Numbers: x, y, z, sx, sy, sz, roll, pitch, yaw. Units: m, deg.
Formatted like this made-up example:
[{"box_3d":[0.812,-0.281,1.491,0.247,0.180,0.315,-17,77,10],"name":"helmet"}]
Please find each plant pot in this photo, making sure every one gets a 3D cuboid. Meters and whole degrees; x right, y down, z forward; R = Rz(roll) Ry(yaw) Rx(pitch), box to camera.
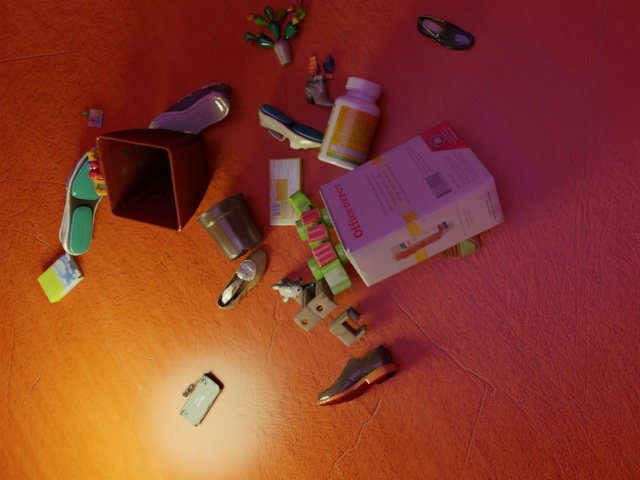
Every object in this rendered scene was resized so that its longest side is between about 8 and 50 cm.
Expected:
[{"box_3d":[-0.489,-0.218,1.755,0.267,0.236,0.267,13,122,21],"name":"plant pot"},{"box_3d":[-0.270,-0.035,1.754,0.167,0.167,0.165,-33,89,19],"name":"plant pot"}]

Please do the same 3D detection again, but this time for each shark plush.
[{"box_3d":[-0.081,0.131,1.701,0.073,0.067,0.161,46,143,-15],"name":"shark plush"}]

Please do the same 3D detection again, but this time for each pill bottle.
[{"box_3d":[0.092,-0.330,1.610,0.136,0.136,0.246,21,99,19],"name":"pill bottle"}]

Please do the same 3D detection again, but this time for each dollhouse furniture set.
[{"box_3d":[0.025,0.220,1.682,0.129,0.129,0.183,-42,107,17],"name":"dollhouse furniture set"}]

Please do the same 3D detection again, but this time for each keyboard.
[{"box_3d":[-0.411,0.525,1.891,0.108,0.023,0.180,35,102,10],"name":"keyboard"}]

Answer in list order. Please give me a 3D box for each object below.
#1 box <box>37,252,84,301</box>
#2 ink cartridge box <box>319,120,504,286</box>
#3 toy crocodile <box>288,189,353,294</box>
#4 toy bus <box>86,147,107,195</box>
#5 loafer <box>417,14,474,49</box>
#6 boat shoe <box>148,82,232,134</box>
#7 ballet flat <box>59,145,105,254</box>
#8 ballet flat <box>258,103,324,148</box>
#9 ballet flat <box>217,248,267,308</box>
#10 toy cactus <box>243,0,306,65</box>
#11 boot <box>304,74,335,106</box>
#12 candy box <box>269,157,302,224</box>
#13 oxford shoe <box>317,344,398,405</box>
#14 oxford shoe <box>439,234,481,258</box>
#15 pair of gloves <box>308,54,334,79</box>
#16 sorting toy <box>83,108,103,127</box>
[{"box_3d":[-0.945,0.132,2.067,0.178,0.042,0.109,-38,80,17],"name":"box"},{"box_3d":[0.224,-0.097,1.450,0.384,0.160,0.279,-26,44,6],"name":"ink cartridge box"},{"box_3d":[0.000,0.000,1.637,0.115,0.105,0.341,-24,63,6],"name":"toy crocodile"},{"box_3d":[-0.679,-0.210,1.859,0.149,0.211,0.221,-2,105,19],"name":"toy bus"},{"box_3d":[0.339,-0.571,1.548,0.170,0.061,0.062,25,99,17],"name":"loafer"},{"box_3d":[-0.417,-0.412,1.821,0.324,0.116,0.097,-18,44,30],"name":"boat shoe"},{"box_3d":[-0.846,-0.150,1.986,0.139,0.139,0.401,20,99,19],"name":"ballet flat"},{"box_3d":[-0.088,-0.328,1.718,0.248,0.086,0.086,34,103,18],"name":"ballet flat"},{"box_3d":[-0.249,0.130,1.788,0.080,0.073,0.232,38,104,15],"name":"ballet flat"},{"box_3d":[-0.130,-0.627,1.713,0.218,0.112,0.181,-18,95,12],"name":"toy cactus"},{"box_3d":[0.002,-0.448,1.686,0.118,0.042,0.087,16,107,27],"name":"boot"},{"box_3d":[-0.107,-0.150,1.749,0.105,0.027,0.206,1,92,17],"name":"candy box"},{"box_3d":[0.097,0.405,1.670,0.271,0.097,0.098,-32,61,14],"name":"oxford shoe"},{"box_3d":[0.255,-0.031,1.585,0.396,0.140,0.147,-1,60,26],"name":"oxford shoe"},{"box_3d":[0.002,-0.521,1.705,0.083,0.010,0.074,2,92,20],"name":"pair of gloves"},{"box_3d":[-0.814,-0.437,2.015,0.083,0.012,0.062,10,95,20],"name":"sorting toy"}]
